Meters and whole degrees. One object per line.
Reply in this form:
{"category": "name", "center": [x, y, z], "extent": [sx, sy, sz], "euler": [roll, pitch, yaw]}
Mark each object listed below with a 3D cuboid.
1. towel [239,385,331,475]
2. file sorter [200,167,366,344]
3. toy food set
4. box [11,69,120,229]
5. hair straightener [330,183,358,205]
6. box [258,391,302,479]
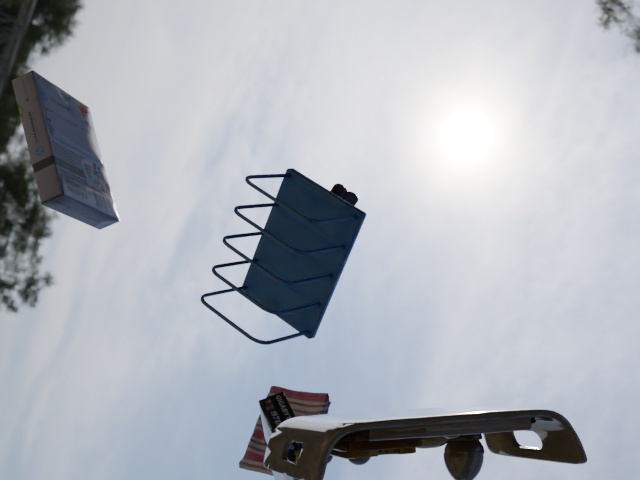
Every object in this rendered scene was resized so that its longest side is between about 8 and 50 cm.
{"category": "towel", "center": [-0.073, 0.388, 1.878], "extent": [0.144, 0.029, 0.197], "euler": [3, -130, 25]}
{"category": "file sorter", "center": [-0.048, 0.019, 1.062], "extent": [0.118, 0.104, 0.170], "euler": [33, -68, 27]}
{"category": "toy food set", "center": [0.108, 0.241, 1.042], "extent": [0.220, 0.306, 0.092], "euler": [152, -64, -71]}
{"category": "box", "center": [-0.342, -0.119, 1.243], "extent": [0.038, 0.145, 0.186], "euler": [-21, -107, 12]}
{"category": "hair straightener", "center": [0.000, 0.000, 1.794], "extent": [0.230, 0.047, 0.089], "euler": [-54, -137, -1]}
{"category": "box", "center": [-0.048, 0.398, 1.618], "extent": [0.220, 0.051, 0.175], "euler": [86, -21, -46]}
